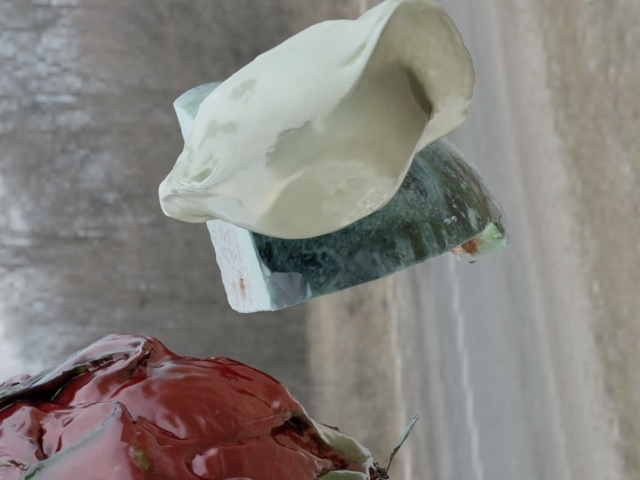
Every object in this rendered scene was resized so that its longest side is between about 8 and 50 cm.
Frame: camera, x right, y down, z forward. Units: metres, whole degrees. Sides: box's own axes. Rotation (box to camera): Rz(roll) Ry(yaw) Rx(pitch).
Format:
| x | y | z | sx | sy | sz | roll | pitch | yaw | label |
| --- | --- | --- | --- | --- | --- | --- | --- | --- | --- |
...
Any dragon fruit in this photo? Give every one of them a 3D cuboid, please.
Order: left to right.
| x | y | z | sx | sy | sz | roll | pitch | yaw | label |
| --- | --- | --- | --- | --- | --- | --- | --- | --- | --- |
| -0.072 | 0.148 | 0.825 | 0.234 | 0.293 | 0.234 | 33 | 134 | 42 | dragon fruit |

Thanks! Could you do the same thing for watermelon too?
| x | y | z | sx | sy | sz | roll | pitch | yaw | label |
| --- | --- | --- | --- | --- | --- | --- | --- | --- | --- |
| 0.000 | 0.000 | 1.296 | 0.214 | 0.320 | 0.289 | -61 | 8 | 33 | watermelon |

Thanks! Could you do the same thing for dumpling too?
| x | y | z | sx | sy | sz | roll | pitch | yaw | label |
| --- | --- | --- | --- | --- | --- | --- | --- | --- | --- |
| -0.002 | -0.075 | 1.092 | 0.162 | 0.250 | 0.132 | 37 | -154 | -52 | dumpling |
